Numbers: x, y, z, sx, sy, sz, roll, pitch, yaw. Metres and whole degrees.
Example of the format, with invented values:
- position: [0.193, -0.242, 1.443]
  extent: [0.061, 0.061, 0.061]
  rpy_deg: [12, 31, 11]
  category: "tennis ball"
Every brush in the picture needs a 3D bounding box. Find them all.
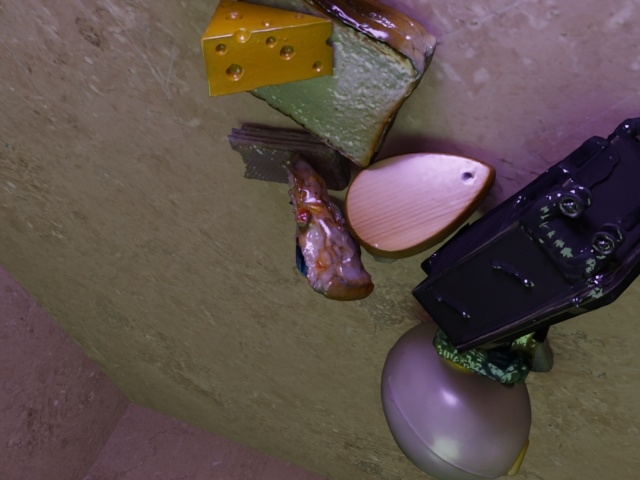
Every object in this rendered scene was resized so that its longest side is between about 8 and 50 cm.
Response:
- position: [0.179, -0.062, 1.223]
  extent: [0.266, 0.175, 0.166]
  rpy_deg: [-18, 168, 13]
  category: "brush"

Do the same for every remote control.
- position: [0.436, 0.207, 1.519]
  extent: [0.098, 0.038, 0.234]
  rpy_deg: [3, 140, 35]
  category: "remote control"

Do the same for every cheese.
- position: [-0.067, -0.272, 0.990]
  extent: [0.171, 0.126, 0.093]
  rpy_deg: [4, 134, 5]
  category: "cheese"

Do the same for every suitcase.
- position: [0.340, 0.010, 1.065]
  extent: [0.194, 0.283, 0.434]
  rpy_deg: [52, 149, 3]
  category: "suitcase"

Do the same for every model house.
- position: [0.348, 0.136, 1.351]
  extent: [0.193, 0.170, 0.212]
  rpy_deg: [25, 113, 15]
  category: "model house"

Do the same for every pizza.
- position: [0.010, -0.025, 1.236]
  extent: [0.071, 0.297, 0.189]
  rpy_deg: [-34, 149, 23]
  category: "pizza"

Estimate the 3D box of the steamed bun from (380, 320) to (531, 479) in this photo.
- position: [0.294, 0.347, 1.534]
  extent: [0.333, 0.374, 0.334]
  rpy_deg: [-3, 125, -4]
  category: "steamed bun"

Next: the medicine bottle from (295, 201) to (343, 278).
- position: [0.000, 0.000, 1.490]
  extent: [0.106, 0.107, 0.192]
  rpy_deg: [22, 149, 11]
  category: "medicine bottle"

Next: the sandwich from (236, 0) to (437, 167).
- position: [0.005, -0.280, 1.075]
  extent: [0.301, 0.099, 0.271]
  rpy_deg: [32, 145, -1]
  category: "sandwich"

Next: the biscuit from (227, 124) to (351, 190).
- position: [-0.059, -0.161, 1.344]
  extent: [0.238, 0.062, 0.108]
  rpy_deg: [10, 143, 26]
  category: "biscuit"
